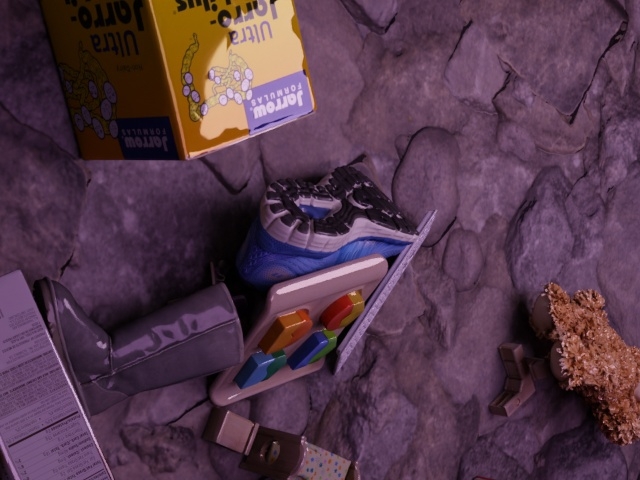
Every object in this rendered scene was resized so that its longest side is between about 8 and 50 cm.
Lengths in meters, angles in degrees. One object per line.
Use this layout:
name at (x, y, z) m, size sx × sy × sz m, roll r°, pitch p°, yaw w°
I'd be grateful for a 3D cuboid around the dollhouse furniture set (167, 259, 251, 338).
dollhouse furniture set at (-0.126, 0.083, 1.531) m, size 0.114 × 0.091 × 0.081 m, roll 74°, pitch 4°, yaw -47°

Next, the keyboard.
keyboard at (0.087, 0.067, 1.697) m, size 0.256 × 0.014 × 0.072 m, roll -55°, pitch 165°, yaw -25°

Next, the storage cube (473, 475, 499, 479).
storage cube at (0.318, 0.466, 1.839) m, size 0.193 × 0.215 × 0.183 m, roll 30°, pitch 73°, yaw -33°

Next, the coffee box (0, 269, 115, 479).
coffee box at (-0.308, 0.169, 1.232) m, size 0.098 × 0.141 × 0.246 m, roll -25°, pitch 93°, yaw -40°

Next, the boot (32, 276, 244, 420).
boot at (-0.193, 0.092, 1.387) m, size 0.209 × 0.076 × 0.189 m, roll -20°, pitch 122°, yaw -16°

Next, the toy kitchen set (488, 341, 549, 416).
toy kitchen set at (0.289, 0.206, 1.884) m, size 0.075 × 0.068 × 0.083 m, roll -36°, pitch 116°, yaw -35°

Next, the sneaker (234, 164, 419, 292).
sneaker at (0.000, 0.000, 1.578) m, size 0.147 × 0.130 × 0.330 m, roll -51°, pitch 157°, yaw 25°

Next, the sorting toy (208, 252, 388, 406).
sorting toy at (-0.023, 0.113, 1.530) m, size 0.193 × 0.038 × 0.208 m, roll -16°, pitch 147°, yaw -41°

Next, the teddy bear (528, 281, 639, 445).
teddy bear at (0.432, 0.185, 1.949) m, size 0.338 × 0.113 × 0.245 m, roll 46°, pitch 22°, yaw -29°

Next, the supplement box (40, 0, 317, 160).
supplement box at (-0.168, -0.278, 1.338) m, size 0.195 × 0.194 × 0.356 m, roll -26°, pitch 110°, yaw -39°

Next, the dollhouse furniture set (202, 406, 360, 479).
dollhouse furniture set at (-0.062, 0.311, 1.543) m, size 0.182 × 0.101 × 0.160 m, roll 31°, pitch 72°, yaw -40°
